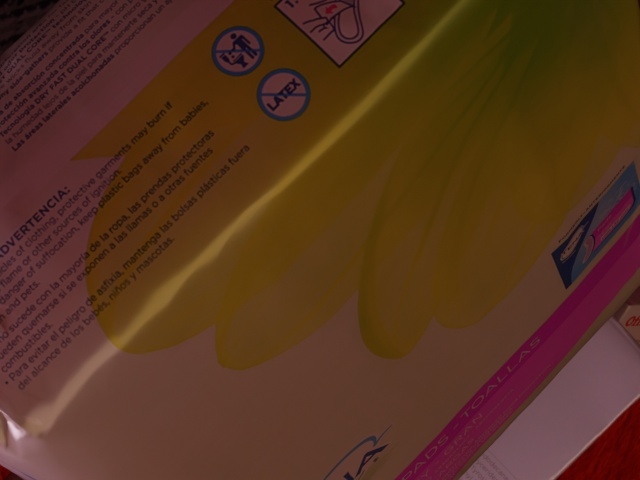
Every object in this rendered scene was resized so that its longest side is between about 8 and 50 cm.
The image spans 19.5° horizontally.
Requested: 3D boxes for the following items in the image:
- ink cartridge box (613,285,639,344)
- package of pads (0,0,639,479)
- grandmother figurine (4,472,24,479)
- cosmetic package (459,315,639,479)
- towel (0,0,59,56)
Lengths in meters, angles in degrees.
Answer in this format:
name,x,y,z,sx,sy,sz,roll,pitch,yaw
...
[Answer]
name,x,y,z,sx,sy,sz,roll,pitch,yaw
ink cartridge box,0.145,0.064,1.065,0.088,0.052,0.122,-1,130,-54
package of pads,0.000,0.000,0.598,0.229,0.101,0.296,-45,154,-5
grandmother figurine,-0.076,0.132,0.803,0.342,0.104,0.208,-43,163,4
cosmetic package,0.061,0.116,0.950,0.231,0.085,0.117,-43,177,2
towel,-0.050,-0.130,0.500,0.324,0.056,0.312,-24,148,-33
